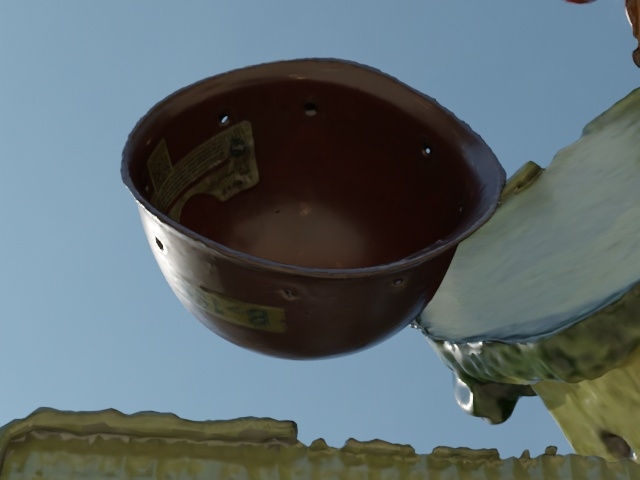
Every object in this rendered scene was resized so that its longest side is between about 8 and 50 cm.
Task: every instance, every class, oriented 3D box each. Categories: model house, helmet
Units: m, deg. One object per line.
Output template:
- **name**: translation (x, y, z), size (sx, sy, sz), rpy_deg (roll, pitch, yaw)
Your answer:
- **model house**: translation (0.242, 0.058, 0.954), size (0.321, 0.261, 0.266), rpy_deg (-43, -77, -28)
- **helmet**: translation (0.000, 0.000, 0.746), size (0.175, 0.155, 0.106), rpy_deg (11, -50, 20)

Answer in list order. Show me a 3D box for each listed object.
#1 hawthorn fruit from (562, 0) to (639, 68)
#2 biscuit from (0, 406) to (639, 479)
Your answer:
- **hawthorn fruit**: translation (0.218, -0.247, 1.191), size (0.207, 0.207, 0.243), rpy_deg (-14, -85, 10)
- **biscuit**: translation (0.035, 0.118, 0.400), size (0.252, 0.150, 0.052), rpy_deg (3, -42, -6)
